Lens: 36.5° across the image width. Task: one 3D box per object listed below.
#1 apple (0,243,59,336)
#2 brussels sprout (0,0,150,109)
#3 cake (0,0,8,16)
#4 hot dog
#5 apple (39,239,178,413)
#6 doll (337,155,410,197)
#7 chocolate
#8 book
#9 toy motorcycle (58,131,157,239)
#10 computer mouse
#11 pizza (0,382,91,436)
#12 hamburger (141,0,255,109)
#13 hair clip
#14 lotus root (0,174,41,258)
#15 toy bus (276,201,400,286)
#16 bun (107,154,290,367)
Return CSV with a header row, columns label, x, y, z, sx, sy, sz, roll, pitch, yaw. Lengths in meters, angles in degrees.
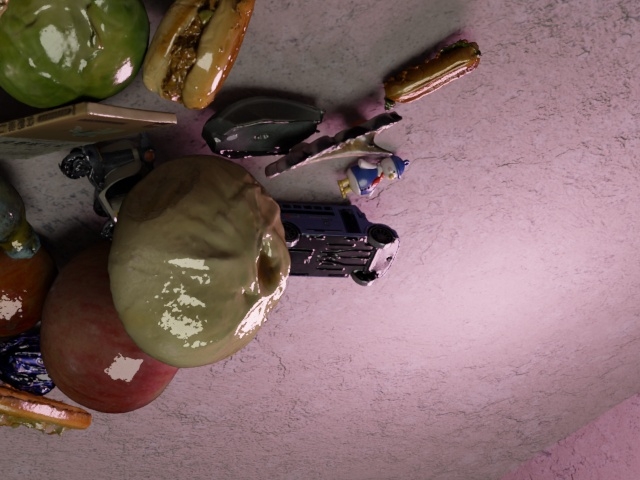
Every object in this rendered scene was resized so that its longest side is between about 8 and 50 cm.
label,x,y,z,sx,sy,sz,roll,pitch,yaw
apple,-0.564,0.086,1.765,0.173,0.160,0.195,-25,157,-28
brussels sprout,-0.341,-0.289,1.297,0.244,0.244,0.244,-11,144,-8
cake,-0.496,-0.375,1.095,0.222,0.227,0.286,-42,140,24
hot dog,0.184,-0.282,1.641,0.188,0.055,0.072,-24,174,19
apple,-0.367,0.146,1.772,0.269,0.345,0.345,31,129,-9
doll,0.101,-0.123,1.824,0.143,0.057,0.099,-21,140,-4
chocolate,-0.682,0.214,1.910,0.343,0.126,0.148,20,172,-36
book,-0.399,-0.157,1.433,0.310,0.021,0.217,-9,178,25
toy motorcycle,-0.335,-0.095,1.658,0.157,0.091,0.263,-24,147,-4
computer mouse,-0.095,-0.199,1.630,0.231,0.071,0.126,-7,158,-33
pizza,-0.633,0.349,2.023,0.223,0.089,0.323,10,167,29
hamburger,-0.168,-0.285,1.367,0.108,0.213,0.213,23,135,-6
hair clip,0.028,-0.160,1.677,0.257,0.075,0.146,-15,-175,-14
lotus root,-0.573,-0.067,1.553,0.158,0.140,0.322,-15,154,29
toy bus,0.000,0.000,1.881,0.292,0.133,0.125,2,135,-21
bun,-0.170,0.035,1.598,0.202,0.364,0.364,0,154,31
